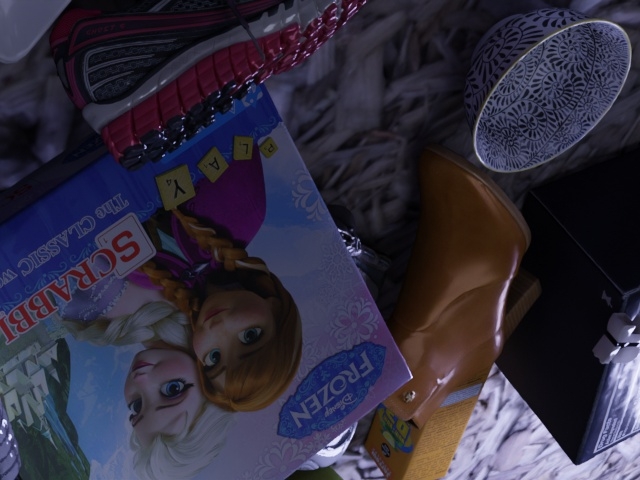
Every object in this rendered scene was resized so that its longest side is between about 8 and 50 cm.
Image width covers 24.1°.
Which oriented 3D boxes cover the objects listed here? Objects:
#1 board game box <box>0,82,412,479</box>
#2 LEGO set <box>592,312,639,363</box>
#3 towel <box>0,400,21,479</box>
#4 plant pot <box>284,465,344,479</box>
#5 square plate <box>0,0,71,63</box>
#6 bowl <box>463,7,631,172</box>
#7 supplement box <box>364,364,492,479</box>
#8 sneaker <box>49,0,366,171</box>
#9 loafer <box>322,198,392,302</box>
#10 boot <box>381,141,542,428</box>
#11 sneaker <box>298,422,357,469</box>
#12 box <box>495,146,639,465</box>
[{"bbox_3d":[-0.121,0.071,1.163,0.318,0.066,0.318,-37,116,-18],"label":"board game box"},{"bbox_3d":[0.367,0.136,1.526,0.227,0.087,0.093,4,128,-41],"label":"LEGO set"},{"bbox_3d":[-0.354,0.091,0.970,0.235,0.283,0.121,83,24,-54],"label":"towel"},{"bbox_3d":[-0.096,0.351,1.568,0.293,0.274,0.275,-45,150,-18],"label":"plant pot"},{"bbox_3d":[-0.201,-0.289,0.851,0.347,0.049,0.344,-48,145,16],"label":"square plate"},{"bbox_3d":[0.186,-0.149,1.343,0.170,0.080,0.170,-24,144,-19],"label":"bowl"},{"bbox_3d":[0.122,0.179,1.686,0.080,0.078,0.233,-16,141,-28],"label":"supplement box"},{"bbox_3d":[-0.052,-0.174,1.067,0.299,0.112,0.121,-37,178,-29],"label":"sneaker"},{"bbox_3d":[0.000,0.000,1.367,0.084,0.096,0.267,-55,155,-8],"label":"loafer"},{"bbox_3d":[0.107,0.059,1.450,0.211,0.104,0.295,-47,142,-11],"label":"boot"},{"bbox_3d":[-0.026,0.144,1.488,0.268,0.101,0.153,1,123,-55],"label":"sneaker"},{"bbox_3d":[0.371,0.049,1.659,0.294,0.183,0.296,-21,141,-22],"label":"box"}]
